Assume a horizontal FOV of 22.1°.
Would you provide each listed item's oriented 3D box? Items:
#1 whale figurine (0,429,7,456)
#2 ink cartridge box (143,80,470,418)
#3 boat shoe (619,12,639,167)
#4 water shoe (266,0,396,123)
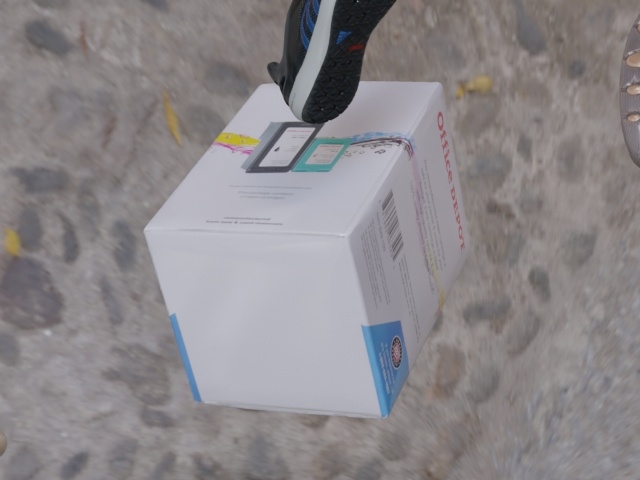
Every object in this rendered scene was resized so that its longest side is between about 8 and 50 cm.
[{"bbox_3d":[-0.435,0.260,1.648,0.141,0.216,0.272,8,46,33],"label":"whale figurine"},{"bbox_3d":[0.000,0.000,1.512,0.197,0.270,0.198,2,123,24],"label":"ink cartridge box"},{"bbox_3d":[0.362,-0.201,1.529,0.123,0.116,0.324,15,73,20],"label":"boat shoe"},{"bbox_3d":[0.007,-0.190,1.303,0.080,0.073,0.203,49,129,34],"label":"water shoe"}]
